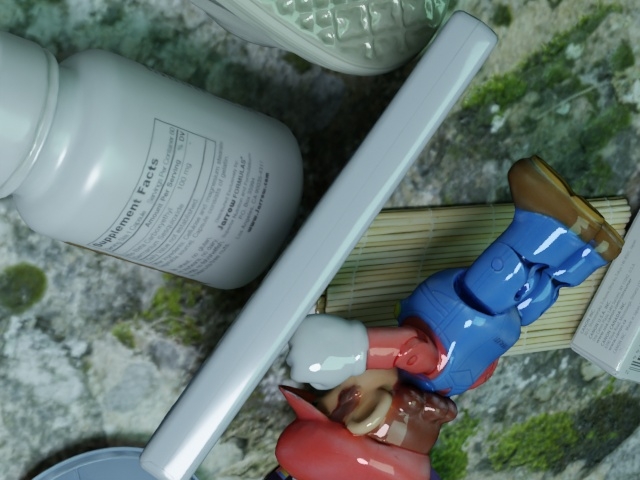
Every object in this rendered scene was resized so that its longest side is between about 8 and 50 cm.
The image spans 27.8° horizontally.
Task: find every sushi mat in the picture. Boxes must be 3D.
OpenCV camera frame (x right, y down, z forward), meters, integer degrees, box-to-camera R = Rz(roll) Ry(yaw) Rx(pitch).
[{"bbox_3d":[0.137,0.040,1.147,0.317,0.019,0.151,-4,114,-29],"label":"sushi mat"}]

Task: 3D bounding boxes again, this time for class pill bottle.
[{"bbox_3d":[-0.137,-0.056,0.874,0.229,0.131,0.131,19,100,-35],"label":"pill bottle"}]

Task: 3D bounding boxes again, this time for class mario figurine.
[{"bbox_3d":[0.075,0.062,1.032,0.320,0.170,0.198,-46,115,6],"label":"mario figurine"}]

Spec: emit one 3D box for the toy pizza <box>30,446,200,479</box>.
[{"bbox_3d":[-0.181,0.252,1.045,0.201,0.032,0.201,-11,116,-25],"label":"toy pizza"}]

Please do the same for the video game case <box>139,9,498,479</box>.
[{"bbox_3d":[0.000,0.000,0.897,0.036,0.300,0.329,35,93,0],"label":"video game case"}]

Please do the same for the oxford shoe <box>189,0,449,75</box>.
[{"bbox_3d":[-0.111,-0.259,0.811,0.449,0.130,0.169,36,87,-21],"label":"oxford shoe"}]

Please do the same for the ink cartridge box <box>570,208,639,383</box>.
[{"bbox_3d":[0.396,0.008,1.255,0.261,0.066,0.296,18,101,-46],"label":"ink cartridge box"}]

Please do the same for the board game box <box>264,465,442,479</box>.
[{"bbox_3d":[0.020,0.237,1.146,0.170,0.048,0.141,-41,127,-9],"label":"board game box"}]
